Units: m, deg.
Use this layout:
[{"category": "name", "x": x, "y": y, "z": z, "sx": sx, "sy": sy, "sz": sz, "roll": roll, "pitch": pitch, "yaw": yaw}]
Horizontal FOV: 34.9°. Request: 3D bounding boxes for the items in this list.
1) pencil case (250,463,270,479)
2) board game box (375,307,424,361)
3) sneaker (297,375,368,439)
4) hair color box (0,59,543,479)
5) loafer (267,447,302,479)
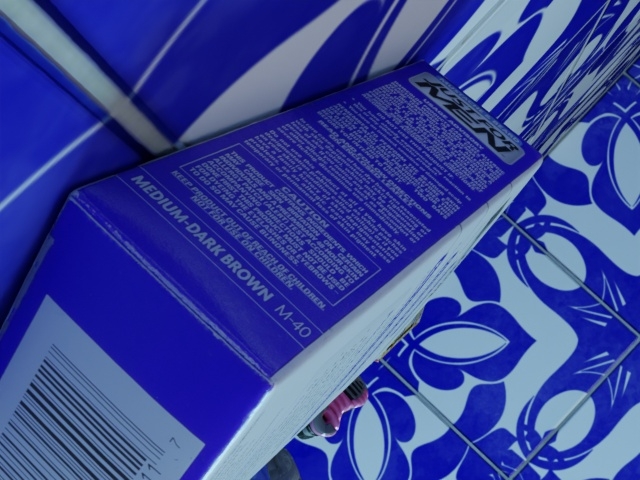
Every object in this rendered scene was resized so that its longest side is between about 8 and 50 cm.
[{"category": "pencil case", "x": -0.117, "y": 0.178, "z": 0.688, "sx": 0.119, "sy": 0.133, "sz": 0.306, "roll": -12, "pitch": 173, "yaw": 7}, {"category": "board game box", "x": 0.098, "y": 0.048, "z": 1.217, "sx": 0.193, "sy": 0.045, "sz": 0.146, "roll": -24, "pitch": 133, "yaw": -69}, {"category": "sneaker", "x": 0.010, "y": 0.194, "z": 1.187, "sx": 0.057, "sy": 0.047, "sz": 0.119, "roll": -37, "pitch": 178, "yaw": 40}, {"category": "hair color box", "x": -0.021, "y": 0.029, "z": 0.523, "sx": 0.185, "sy": 0.110, "sz": 0.339, "roll": -54, "pitch": 167, "yaw": 30}, {"category": "loafer", "x": -0.098, "y": 0.320, "z": 1.392, "sx": 0.112, "sy": 0.112, "sz": 0.319, "roll": -20, "pitch": -178, "yaw": -11}]
